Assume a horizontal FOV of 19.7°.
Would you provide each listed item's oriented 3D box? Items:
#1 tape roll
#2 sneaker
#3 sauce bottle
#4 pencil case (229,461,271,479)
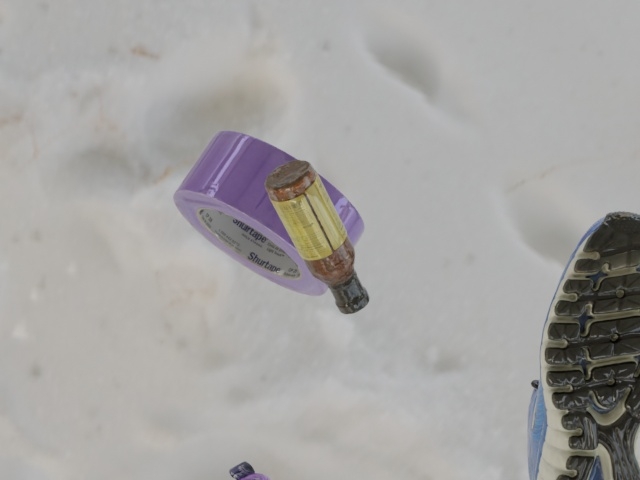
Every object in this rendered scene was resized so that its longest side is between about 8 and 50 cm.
[{"bbox_3d":[-0.054,-0.027,1.915,0.189,0.189,0.080,32,74,2],"label":"tape roll"},{"bbox_3d":[0.236,0.127,1.647,0.130,0.147,0.330,5,109,-10],"label":"sneaker"},{"bbox_3d":[0.000,0.000,1.386,0.042,0.042,0.128,-41,122,-26],"label":"sauce bottle"},{"bbox_3d":[-0.010,0.254,1.270,0.206,0.088,0.086,48,39,-11],"label":"pencil case"}]
